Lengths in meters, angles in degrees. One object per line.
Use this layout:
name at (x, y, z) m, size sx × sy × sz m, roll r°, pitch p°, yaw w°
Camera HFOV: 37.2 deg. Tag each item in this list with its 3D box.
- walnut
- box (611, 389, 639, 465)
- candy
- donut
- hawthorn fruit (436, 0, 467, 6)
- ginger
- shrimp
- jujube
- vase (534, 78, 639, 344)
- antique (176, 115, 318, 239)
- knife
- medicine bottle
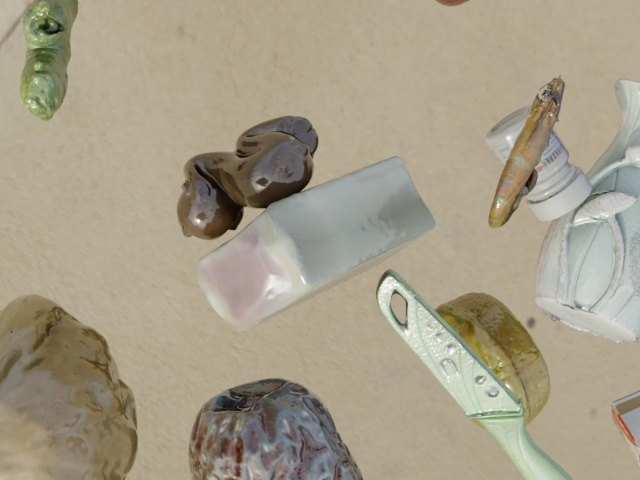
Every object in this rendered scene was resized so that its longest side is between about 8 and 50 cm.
walnut at (-0.343, 0.195, 1.015) m, size 0.296 × 0.285 × 0.285 m, roll 25°, pitch 83°, yaw 2°
box at (0.376, 0.135, 0.863) m, size 0.218 × 0.055 × 0.039 m, roll -23°, pitch 138°, yaw 2°
candy at (-0.001, 0.003, 1.510) m, size 0.359 × 0.208 × 0.145 m, roll -24°, pitch 83°, yaw -45°
donut at (0.304, 0.216, 1.712) m, size 0.128 × 0.208 × 0.261 m, roll -29°, pitch 82°, yaw -22°
hawthorn fruit at (0.263, -0.573, 1.771) m, size 0.210 × 0.262 × 0.210 m, roll 13°, pitch 57°, yaw -21°
ginger at (-0.456, -0.322, 1.580) m, size 0.089 × 0.137 × 0.290 m, roll 11°, pitch 64°, yaw -20°
shrimp at (0.235, -0.092, 1.051) m, size 0.178 × 0.034 × 0.124 m, roll -68°, pitch 159°, yaw 7°
jujube at (-0.052, 0.348, 1.335) m, size 0.226 × 0.226 × 0.317 m, roll -29°, pitch 109°, yaw -20°
vase at (0.531, -0.060, 1.643) m, size 0.250 × 0.250 × 0.445 m, roll 26°, pitch 82°, yaw -23°
antique at (-0.121, -0.086, 1.483) m, size 0.257 × 0.143 × 0.121 m, roll -24°, pitch 118°, yaw 18°
knife at (0.138, 0.134, 0.702) m, size 0.043 × 0.020 × 0.293 m, roll -37°, pitch 99°, yaw 29°
medicine bottle at (0.349, -0.125, 1.523) m, size 0.105 × 0.105 × 0.168 m, roll -41°, pitch 103°, yaw -16°
